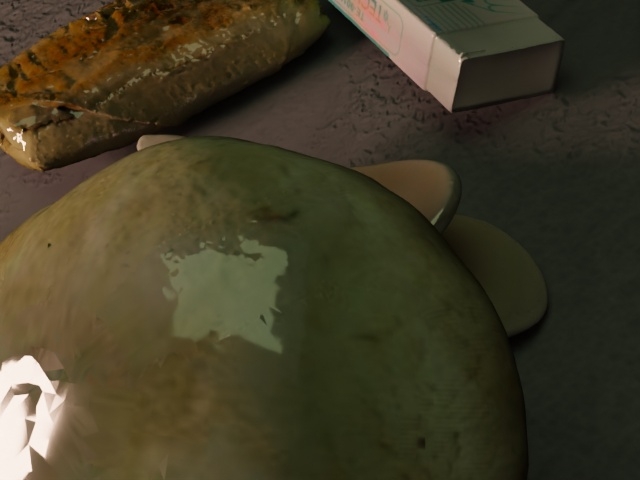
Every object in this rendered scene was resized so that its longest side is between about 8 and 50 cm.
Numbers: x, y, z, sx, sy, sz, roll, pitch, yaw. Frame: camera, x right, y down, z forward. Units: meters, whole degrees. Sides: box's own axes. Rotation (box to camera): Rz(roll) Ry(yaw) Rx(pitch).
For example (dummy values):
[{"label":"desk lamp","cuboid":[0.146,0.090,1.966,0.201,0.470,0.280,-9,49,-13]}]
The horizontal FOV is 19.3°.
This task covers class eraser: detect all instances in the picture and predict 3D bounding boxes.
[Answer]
[{"label":"eraser","cuboid":[0.078,-0.177,1.401,0.095,0.052,0.225,-13,41,-28]}]

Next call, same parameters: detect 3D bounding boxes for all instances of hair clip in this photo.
[{"label":"hair clip","cuboid":[0.000,0.013,1.234,0.282,0.113,0.172,-4,45,23]}]

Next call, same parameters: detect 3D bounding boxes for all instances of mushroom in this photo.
[{"label":"mushroom","cuboid":[-0.054,0.116,1.026,0.352,0.260,0.352,-1,88,33]}]

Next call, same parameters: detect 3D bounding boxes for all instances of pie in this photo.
[{"label":"pie","cuboid":[-0.124,-0.141,1.445,0.282,0.068,0.128,-28,50,-15]}]
